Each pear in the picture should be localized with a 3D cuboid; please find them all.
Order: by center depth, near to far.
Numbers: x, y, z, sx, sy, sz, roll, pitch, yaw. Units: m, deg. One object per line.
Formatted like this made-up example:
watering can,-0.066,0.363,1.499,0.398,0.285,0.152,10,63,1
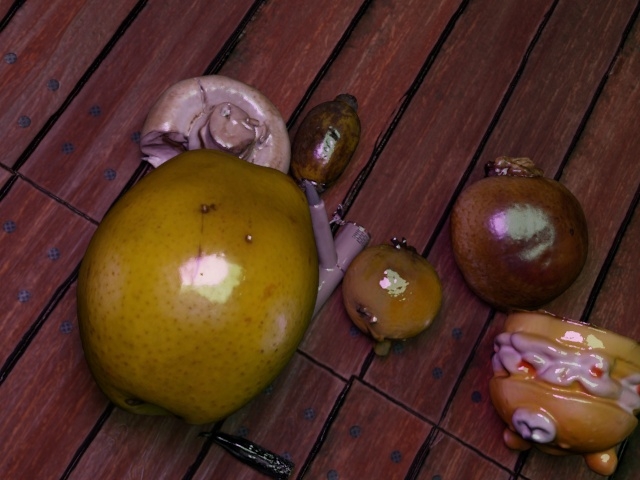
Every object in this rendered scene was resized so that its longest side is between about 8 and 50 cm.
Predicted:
pear,-0.182,0.066,1.356,0.362,0.362,0.418,23,73,-9

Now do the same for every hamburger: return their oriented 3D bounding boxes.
hamburger,0.410,0.255,1.534,0.276,0.276,0.236,19,81,-10

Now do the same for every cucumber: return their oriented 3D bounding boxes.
cucumber,-0.118,0.340,1.470,0.163,0.043,0.039,31,26,-7

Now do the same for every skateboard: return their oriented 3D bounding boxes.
skateboard,0.006,-0.030,1.597,0.083,0.064,0.032,-35,74,-13

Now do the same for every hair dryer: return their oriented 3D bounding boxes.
hair dryer,-0.008,0.008,1.510,0.054,0.220,0.195,23,67,31

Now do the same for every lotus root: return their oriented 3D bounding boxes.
lotus root,0.009,-0.175,1.604,0.120,0.120,0.209,26,72,-8

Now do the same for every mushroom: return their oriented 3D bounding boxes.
mushroom,-0.161,-0.189,1.521,0.254,0.195,0.189,20,67,-13
mushroom,0.356,-0.018,1.620,0.263,0.195,0.283,-11,78,-13

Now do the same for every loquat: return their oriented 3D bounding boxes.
loquat,0.120,0.097,1.546,0.172,0.149,0.204,14,86,-13
